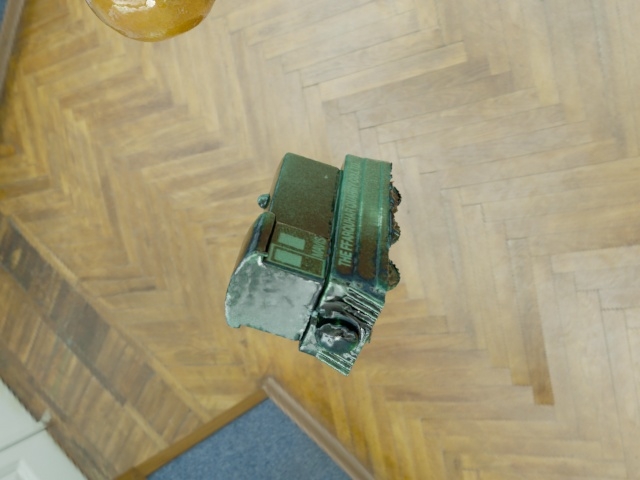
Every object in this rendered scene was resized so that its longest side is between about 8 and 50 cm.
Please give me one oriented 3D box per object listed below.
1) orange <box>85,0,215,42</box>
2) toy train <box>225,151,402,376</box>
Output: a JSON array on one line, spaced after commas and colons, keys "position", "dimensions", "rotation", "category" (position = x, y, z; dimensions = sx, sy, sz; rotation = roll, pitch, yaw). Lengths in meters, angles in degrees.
[{"position": [-0.099, -0.158, 0.399], "dimensions": [0.084, 0.084, 0.083], "rotation": [8, 106, 31], "category": "orange"}, {"position": [0.000, 0.000, 0.816], "dimensions": [0.178, 0.330, 0.138], "rotation": [17, 125, -6], "category": "toy train"}]
